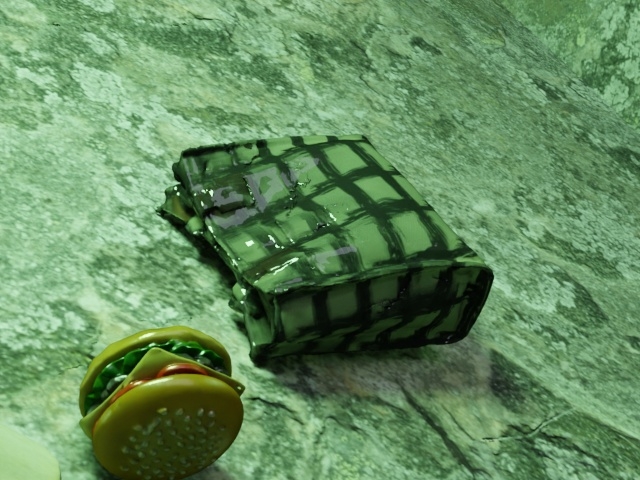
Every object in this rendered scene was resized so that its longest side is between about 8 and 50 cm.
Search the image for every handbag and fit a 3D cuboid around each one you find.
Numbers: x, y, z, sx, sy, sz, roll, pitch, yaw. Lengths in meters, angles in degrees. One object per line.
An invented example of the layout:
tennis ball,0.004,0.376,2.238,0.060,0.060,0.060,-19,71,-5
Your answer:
handbag,0.000,0.000,1.618,0.327,0.162,0.325,-6,41,-35

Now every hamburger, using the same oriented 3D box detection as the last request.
hamburger,-0.151,0.158,1.231,0.162,0.162,0.115,8,37,-33

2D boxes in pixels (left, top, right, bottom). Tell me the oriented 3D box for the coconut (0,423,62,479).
coconut,-0.283,0.226,0.945,0.222,0.202,0.202,36,26,-20
